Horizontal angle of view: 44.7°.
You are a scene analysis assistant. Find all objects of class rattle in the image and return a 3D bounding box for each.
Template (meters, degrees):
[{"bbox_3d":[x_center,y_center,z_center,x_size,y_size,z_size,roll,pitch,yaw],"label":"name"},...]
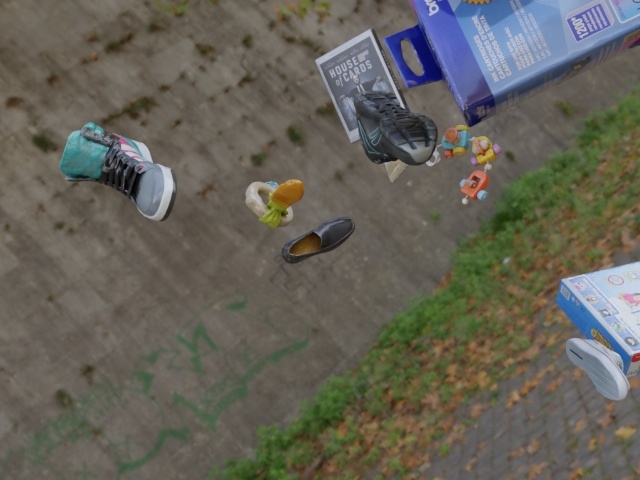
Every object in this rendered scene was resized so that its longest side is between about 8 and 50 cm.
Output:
[{"bbox_3d":[-0.085,-0.124,1.777,0.143,0.130,0.200,-64,-8,26],"label":"rattle"}]

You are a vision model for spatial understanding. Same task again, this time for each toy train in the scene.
[{"bbox_3d":[0.267,-0.152,1.468,0.125,0.166,0.046,-52,-40,8],"label":"toy train"}]

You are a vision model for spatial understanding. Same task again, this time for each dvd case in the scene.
[{"bbox_3d":[0.108,-0.394,1.999,0.179,0.239,0.029,-23,3,30],"label":"dvd case"}]

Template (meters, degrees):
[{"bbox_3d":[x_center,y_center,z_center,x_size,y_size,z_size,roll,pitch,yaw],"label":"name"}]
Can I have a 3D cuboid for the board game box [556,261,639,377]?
[{"bbox_3d":[0.831,0.193,2.028,0.301,0.308,0.086,-11,-52,-14],"label":"board game box"}]

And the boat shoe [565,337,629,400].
[{"bbox_3d":[0.616,0.265,1.685,0.075,0.083,0.226,-9,23,-8],"label":"boat shoe"}]

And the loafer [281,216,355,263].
[{"bbox_3d":[0.000,0.000,1.639,0.170,0.062,0.061,-30,0,-8],"label":"loafer"}]

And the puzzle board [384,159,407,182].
[{"bbox_3d":[0.174,-0.188,1.674,0.096,0.011,0.128,-50,23,22],"label":"puzzle board"}]

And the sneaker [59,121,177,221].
[{"bbox_3d":[-0.391,-0.136,1.462,0.178,0.295,0.124,13,-74,-36],"label":"sneaker"}]

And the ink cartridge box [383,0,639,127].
[{"bbox_3d":[0.308,-0.370,1.279,0.395,0.270,0.151,-25,-10,12],"label":"ink cartridge box"}]

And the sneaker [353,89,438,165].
[{"bbox_3d":[0.132,-0.180,1.372,0.101,0.106,0.267,-6,30,-13],"label":"sneaker"}]
